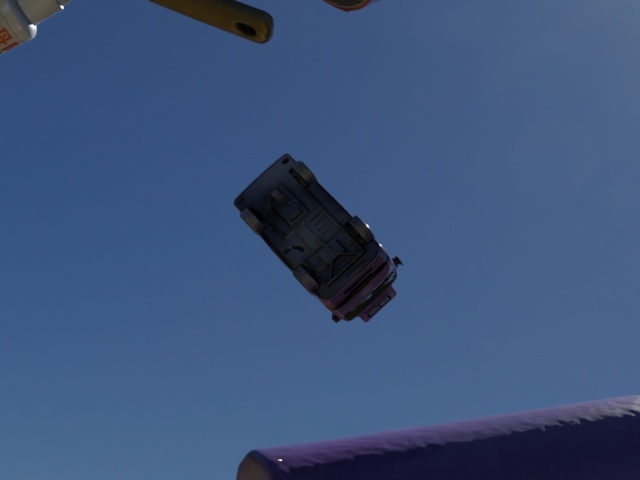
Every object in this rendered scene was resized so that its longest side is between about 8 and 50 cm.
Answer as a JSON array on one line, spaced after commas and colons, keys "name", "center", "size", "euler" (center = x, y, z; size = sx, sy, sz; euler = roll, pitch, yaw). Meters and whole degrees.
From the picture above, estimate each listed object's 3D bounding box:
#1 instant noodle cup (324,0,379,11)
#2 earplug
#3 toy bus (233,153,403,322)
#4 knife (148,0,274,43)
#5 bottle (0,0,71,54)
[{"name": "instant noodle cup", "center": [0.071, -0.371, 1.164], "size": [0.250, 0.192, 0.250], "euler": [44, -25, 27]}, {"name": "earplug", "center": [0.164, 0.249, 0.970], "size": [0.456, 0.215, 0.215], "euler": [-8, -20, -19]}, {"name": "toy bus", "center": [0.000, 0.000, 1.073], "size": [0.178, 0.087, 0.098], "euler": [47, -3, 40]}, {"name": "knife", "center": [-0.191, -0.235, 0.863], "size": [0.343, 0.027, 0.061], "euler": [22, -34, 8]}, {"name": "bottle", "center": [-0.310, -0.204, 1.035], "size": [0.217, 0.060, 0.060], "euler": [-29, -34, 3]}]
